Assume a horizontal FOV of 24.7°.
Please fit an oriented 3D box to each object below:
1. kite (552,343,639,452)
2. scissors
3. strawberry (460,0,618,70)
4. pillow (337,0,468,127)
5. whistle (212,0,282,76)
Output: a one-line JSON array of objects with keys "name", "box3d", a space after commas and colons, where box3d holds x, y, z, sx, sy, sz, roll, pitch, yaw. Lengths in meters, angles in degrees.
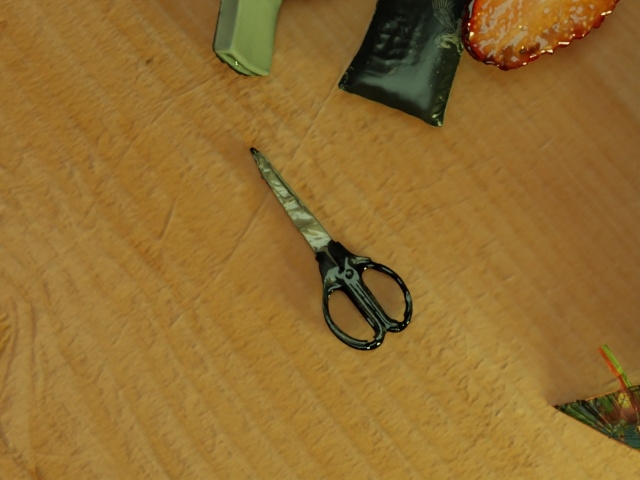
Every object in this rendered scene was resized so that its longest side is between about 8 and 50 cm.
[{"name": "kite", "box3d": [0.369, 0.191, 1.727, 0.190, 0.010, 0.159, -19, 104, 22]}, {"name": "scissors", "box3d": [0.000, 0.000, 1.803, 0.109, 0.022, 0.300, -34, 78, -9]}, {"name": "strawberry", "box3d": [0.258, -0.315, 1.823, 0.190, 0.111, 0.236, 41, 88, -11]}, {"name": "pillow", "box3d": [0.121, -0.257, 1.837, 0.141, 0.055, 0.208, 20, 77, 4]}, {"name": "whistle", "box3d": [-0.030, -0.352, 1.816, 0.164, 0.163, 0.289, 7, 79, 4]}]
